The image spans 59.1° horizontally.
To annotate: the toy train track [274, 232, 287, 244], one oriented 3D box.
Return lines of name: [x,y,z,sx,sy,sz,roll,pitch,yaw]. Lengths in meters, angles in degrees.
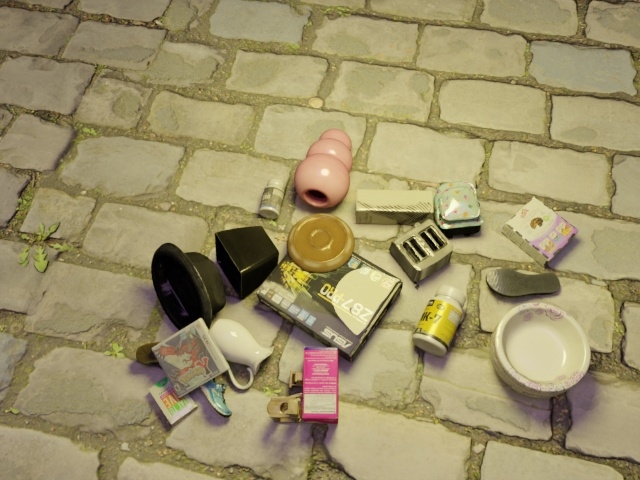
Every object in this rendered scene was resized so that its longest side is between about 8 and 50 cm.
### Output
toy train track: [-0.128,-0.005,2.062,0.083,0.014,0.048,15,66,10]

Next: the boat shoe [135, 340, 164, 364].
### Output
boat shoe: [-0.491,0.366,1.864,0.224,0.073,0.080,-8,70,3]

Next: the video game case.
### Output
video game case: [-0.412,0.372,1.784,0.201,0.023,0.183,-32,85,14]

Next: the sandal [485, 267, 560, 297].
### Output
sandal: [0.685,0.153,1.926,0.255,0.054,0.097,6,71,-5]

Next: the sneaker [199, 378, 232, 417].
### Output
sneaker: [-0.327,0.490,1.801,0.073,0.063,0.162,-34,67,-16]

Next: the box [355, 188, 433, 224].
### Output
box: [0.266,-0.120,2.046,0.275,0.113,0.094,1,65,5]

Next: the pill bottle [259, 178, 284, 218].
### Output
pill bottle: [-0.179,-0.157,2.105,0.078,0.078,0.137,7,64,7]

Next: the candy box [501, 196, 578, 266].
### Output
candy box: [0.773,-0.033,1.996,0.165,0.070,0.196,-40,69,-15]

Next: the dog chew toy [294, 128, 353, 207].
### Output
dog chew toy: [0.028,-0.283,2.097,0.207,0.206,0.331,13,58,9]

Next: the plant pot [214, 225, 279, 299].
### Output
plant pot: [-0.247,0.057,1.954,0.167,0.188,0.187,-26,64,-22]

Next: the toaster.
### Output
toaster: [0.353,0.040,1.961,0.168,0.110,0.185,-31,66,-11]

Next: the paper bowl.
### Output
paper bowl: [0.676,0.348,1.769,0.284,0.148,0.284,-2,64,3]

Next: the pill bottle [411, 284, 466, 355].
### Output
pill bottle: [0.392,0.259,1.845,0.119,0.119,0.208,24,67,14]

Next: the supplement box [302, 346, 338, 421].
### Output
supplement box: [0.001,0.455,1.773,0.114,0.111,0.220,1,64,3]

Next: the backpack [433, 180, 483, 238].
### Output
backpack: [0.486,-0.122,2.018,0.166,0.144,0.188,-8,60,5]

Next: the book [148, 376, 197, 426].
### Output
book: [-0.474,0.510,1.819,0.096,0.035,0.144,-35,66,-18]

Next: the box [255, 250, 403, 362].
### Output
box: [0.031,0.173,1.919,0.395,0.097,0.318,32,70,18]

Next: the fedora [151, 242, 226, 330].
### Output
fedora: [-0.423,0.151,1.897,0.153,0.334,0.334,-23,60,-43]

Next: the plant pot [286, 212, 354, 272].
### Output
plant pot: [0.000,0.000,1.944,0.237,0.032,0.236,-1,61,2]

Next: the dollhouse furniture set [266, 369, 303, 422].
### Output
dollhouse furniture set: [-0.109,0.465,1.734,0.101,0.182,0.160,1,64,4]

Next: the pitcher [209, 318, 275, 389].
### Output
pitcher: [-0.279,0.366,1.837,0.207,0.125,0.177,32,83,5]
